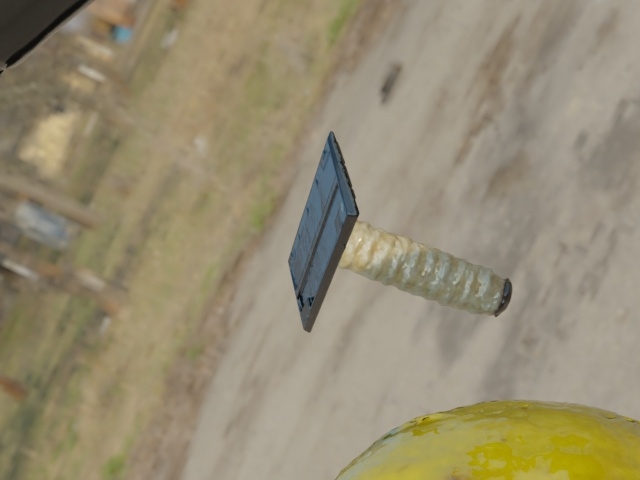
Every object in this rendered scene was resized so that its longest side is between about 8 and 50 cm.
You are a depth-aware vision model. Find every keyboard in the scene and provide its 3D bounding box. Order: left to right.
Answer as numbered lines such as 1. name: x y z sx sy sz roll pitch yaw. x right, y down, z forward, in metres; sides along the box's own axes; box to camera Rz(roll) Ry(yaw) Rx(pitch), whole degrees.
1. keyboard: 0.000 0.000 1.187 0.202 0.011 0.067 110 148 -63

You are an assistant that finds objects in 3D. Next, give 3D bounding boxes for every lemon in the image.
1. lemon: 0.118 0.214 0.954 0.284 0.260 0.260 2 59 36

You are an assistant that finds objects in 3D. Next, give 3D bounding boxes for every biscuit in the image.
1. biscuit: 0.087 0.023 1.691 0.061 0.219 0.055 -79 10 -62

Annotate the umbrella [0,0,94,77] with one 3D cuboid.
1. umbrella: -0.178 0.002 0.437 0.326 0.094 0.090 -36 50 4
